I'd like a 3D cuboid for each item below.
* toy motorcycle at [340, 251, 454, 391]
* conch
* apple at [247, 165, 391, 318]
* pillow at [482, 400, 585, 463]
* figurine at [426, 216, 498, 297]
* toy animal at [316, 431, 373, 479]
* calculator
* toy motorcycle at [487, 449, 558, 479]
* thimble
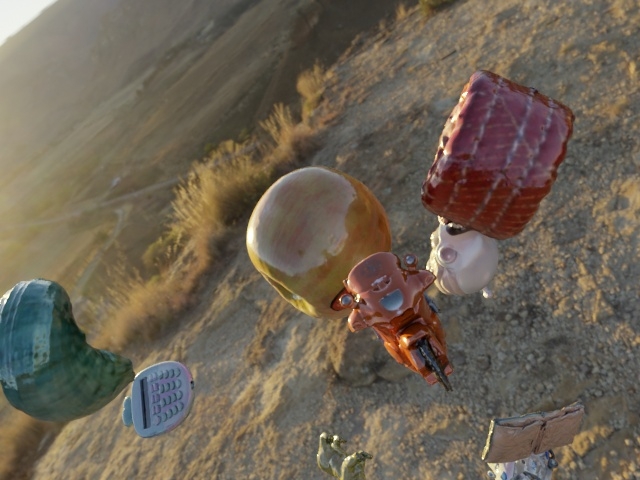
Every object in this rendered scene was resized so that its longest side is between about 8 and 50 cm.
[{"bbox_3d":[0.131,0.124,0.896,0.148,0.221,0.326,-33,-5,2],"label":"toy motorcycle"},{"bbox_3d":[-0.355,0.141,0.706,0.134,0.202,0.196,-44,-10,-36],"label":"conch"},{"bbox_3d":[0.000,0.000,1.462,0.346,0.391,0.392,-55,30,-14],"label":"apple"},{"bbox_3d":[0.456,0.411,1.175,0.233,0.126,0.043,-6,33,-18],"label":"pillow"},{"bbox_3d":[0.439,0.005,1.685,0.211,0.361,0.253,25,35,35],"label":"figurine"},{"bbox_3d":[0.061,0.553,1.358,0.219,0.103,0.100,10,70,53],"label":"toy animal"},{"bbox_3d":[-0.434,0.424,1.475,0.299,0.041,0.185,-29,62,32],"label":"calculator"},{"bbox_3d":[0.484,0.526,1.332,0.150,0.102,0.221,26,28,20],"label":"toy motorcycle"},{"bbox_3d":[0.374,-0.185,1.210,0.350,0.231,0.349,24,-90,-85],"label":"thimble"}]
